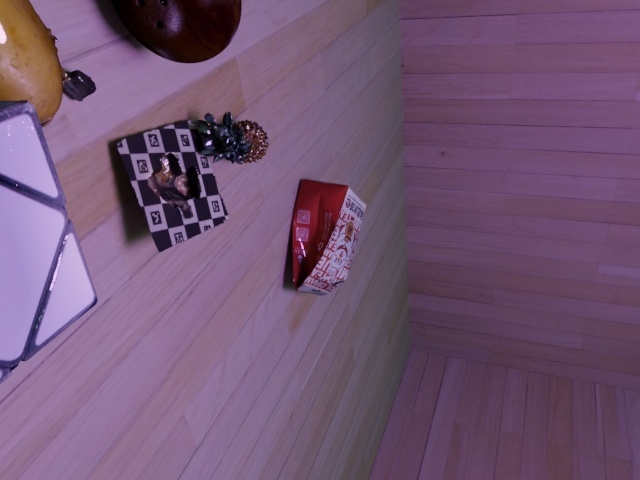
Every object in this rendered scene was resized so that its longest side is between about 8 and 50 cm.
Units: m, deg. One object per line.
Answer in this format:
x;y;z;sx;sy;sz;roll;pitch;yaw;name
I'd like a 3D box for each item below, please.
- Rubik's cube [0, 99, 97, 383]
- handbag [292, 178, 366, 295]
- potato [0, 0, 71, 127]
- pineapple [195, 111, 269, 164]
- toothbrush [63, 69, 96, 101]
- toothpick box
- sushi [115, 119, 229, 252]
-0.348;0.010;0.435;0.205;0.205;0.207;-52;141;-54;Rubik's cube
0.000;0.000;1.439;0.171;0.151;0.298;33;72;-62;handbag
-0.340;-0.220;0.443;0.140;0.173;0.300;-48;145;-14;potato
-0.157;-0.191;1.015;0.103;0.083;0.221;61;13;-3;pineapple
-0.354;-0.254;0.587;0.297;0.030;0.030;52;22;-59;toothbrush
-0.180;-0.397;0.789;0.192;0.192;0.294;75;24;-43;toothpick box
-0.248;-0.091;0.887;0.210;0.040;0.193;-42;118;-61;sushi
